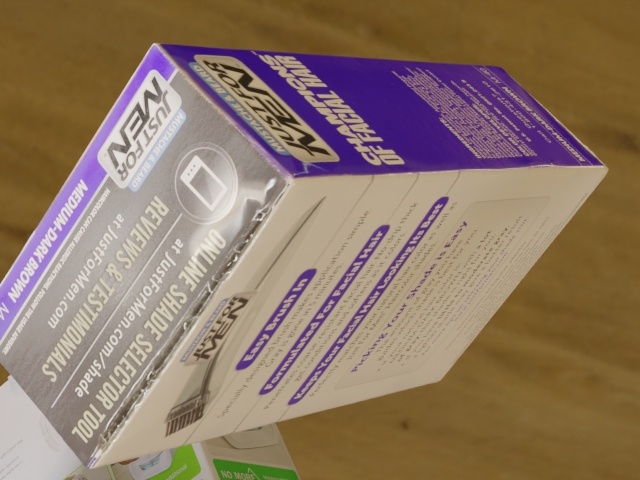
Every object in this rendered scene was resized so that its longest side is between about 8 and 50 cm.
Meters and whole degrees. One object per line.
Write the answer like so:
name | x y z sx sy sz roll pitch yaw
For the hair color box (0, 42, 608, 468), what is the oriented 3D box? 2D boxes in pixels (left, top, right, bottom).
hair color box | 0.000 0.000 0.906 0.110 0.185 0.339 45 25 21

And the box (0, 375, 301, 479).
box | -0.171 0.200 1.410 0.127 0.262 0.231 18 38 -50
